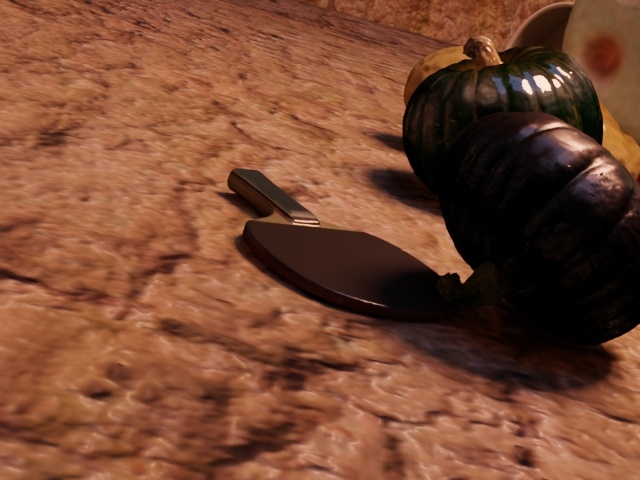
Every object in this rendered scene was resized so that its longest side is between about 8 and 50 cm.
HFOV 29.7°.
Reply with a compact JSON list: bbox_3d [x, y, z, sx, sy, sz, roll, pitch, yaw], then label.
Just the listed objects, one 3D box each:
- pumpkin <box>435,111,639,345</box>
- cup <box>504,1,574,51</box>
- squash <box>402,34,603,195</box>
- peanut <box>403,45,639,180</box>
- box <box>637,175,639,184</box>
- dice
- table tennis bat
[{"bbox_3d":[0.169,-0.009,0.879,0.194,0.150,0.194,24,19,-9],"label":"pumpkin"},{"bbox_3d":[0.430,-0.208,1.804,0.257,0.219,0.290,1,48,-43],"label":"cup"},{"bbox_3d":[0.190,-0.119,1.263,0.218,0.172,0.218,7,27,-4],"label":"squash"},{"bbox_3d":[0.241,-0.139,1.457,0.305,0.147,0.147,20,16,18],"label":"peanut"},{"bbox_3d":[0.439,-0.083,1.565,0.269,0.079,0.135,-1,23,-46],"label":"box"},{"bbox_3d":[0.485,-0.241,1.508,0.264,0.262,0.268,3,24,-42],"label":"dice"},{"bbox_3d":[0.000,0.000,0.944,0.154,0.021,0.274,6,20,-35],"label":"table tennis bat"}]
